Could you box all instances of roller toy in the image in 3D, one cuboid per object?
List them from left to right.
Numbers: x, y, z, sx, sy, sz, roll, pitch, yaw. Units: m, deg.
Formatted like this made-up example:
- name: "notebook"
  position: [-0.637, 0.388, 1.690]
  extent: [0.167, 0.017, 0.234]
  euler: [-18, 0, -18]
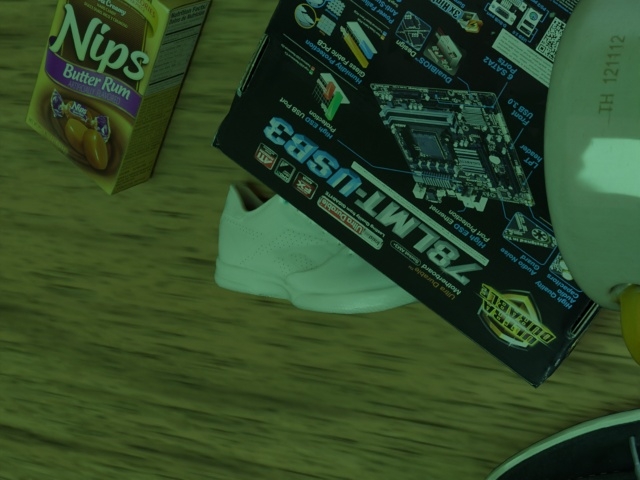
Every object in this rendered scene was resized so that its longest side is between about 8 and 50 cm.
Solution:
- name: "roller toy"
  position: [0.207, -0.051, 0.934]
  extent: [0.146, 0.191, 0.209]
  euler: [3, 128, 31]

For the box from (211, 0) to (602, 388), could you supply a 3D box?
- name: "box"
  position: [0.105, -0.095, 1.144]
  extent: [0.295, 0.073, 0.293]
  euler: [37, 129, 11]

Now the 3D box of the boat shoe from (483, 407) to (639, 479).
- name: "boat shoe"
  position: [0.284, 0.216, 1.098]
  extent: [0.500, 0.156, 0.186]
  euler: [0, 110, 41]

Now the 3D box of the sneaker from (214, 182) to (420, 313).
- name: "sneaker"
  position: [0.000, 0.000, 1.301]
  extent: [0.212, 0.080, 0.094]
  euler: [8, 102, 39]

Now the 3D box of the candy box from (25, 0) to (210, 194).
- name: "candy box"
  position: [-0.165, -0.143, 1.389]
  extent: [0.109, 0.053, 0.186]
  euler: [39, 128, 22]
